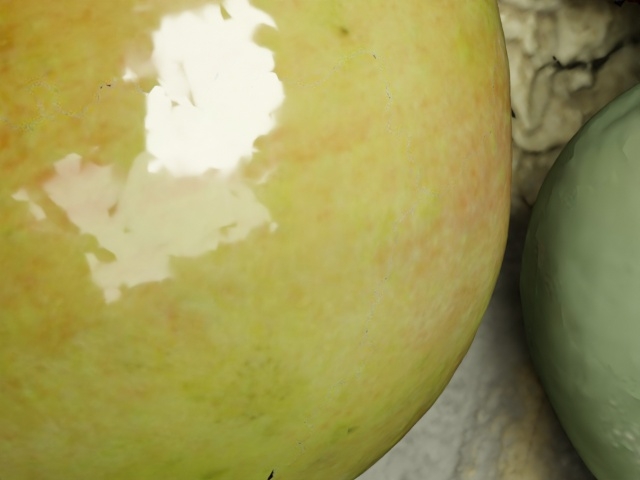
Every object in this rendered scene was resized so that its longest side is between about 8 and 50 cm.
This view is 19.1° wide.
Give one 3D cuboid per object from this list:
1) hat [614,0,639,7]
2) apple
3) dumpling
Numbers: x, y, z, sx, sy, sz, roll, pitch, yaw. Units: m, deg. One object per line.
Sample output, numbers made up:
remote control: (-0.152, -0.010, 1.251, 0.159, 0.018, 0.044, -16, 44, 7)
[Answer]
hat: (0.196, -0.204, 0.909, 0.140, 0.129, 0.227, 19, 70, -62)
apple: (-0.097, -0.029, 0.700, 0.277, 0.319, 0.319, -17, 104, -30)
dumpling: (0.230, 0.031, 0.879, 0.270, 0.320, 0.211, 4, 57, -24)
